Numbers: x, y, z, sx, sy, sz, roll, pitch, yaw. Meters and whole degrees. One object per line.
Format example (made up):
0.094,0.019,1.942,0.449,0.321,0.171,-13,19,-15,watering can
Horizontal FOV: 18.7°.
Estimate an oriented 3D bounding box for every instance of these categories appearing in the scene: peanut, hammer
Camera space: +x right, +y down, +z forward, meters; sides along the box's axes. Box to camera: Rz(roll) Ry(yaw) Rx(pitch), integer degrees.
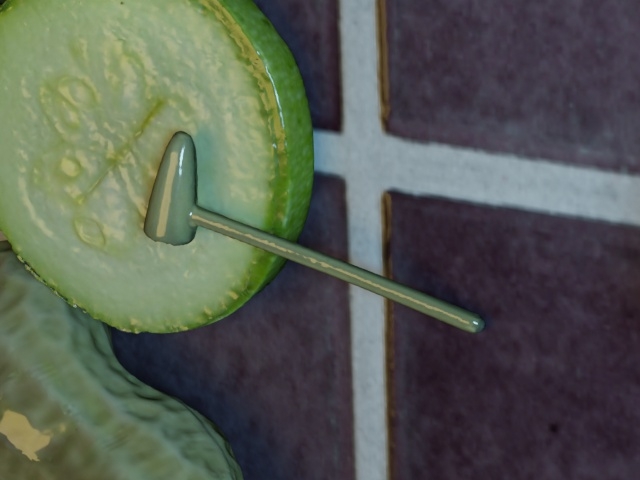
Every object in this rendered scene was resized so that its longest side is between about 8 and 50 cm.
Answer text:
-0.135,0.117,1.143,0.298,0.136,0.120,53,143,25,peanut
0.000,0.000,1.019,0.195,0.028,0.060,21,109,15,hammer

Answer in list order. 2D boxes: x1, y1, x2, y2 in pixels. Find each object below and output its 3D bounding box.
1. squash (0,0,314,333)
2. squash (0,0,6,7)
-0.105,-0.055,1.084,0.219,0.041,0.219,11,115,25,squash
-0.233,-0.130,1.205,0.094,0.094,0.224,60,141,12,squash
